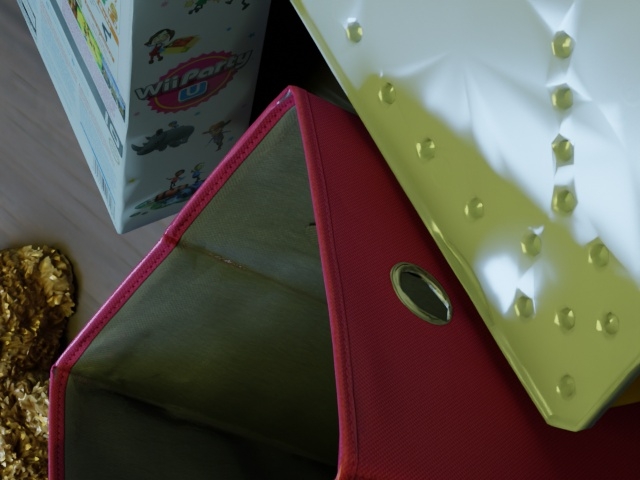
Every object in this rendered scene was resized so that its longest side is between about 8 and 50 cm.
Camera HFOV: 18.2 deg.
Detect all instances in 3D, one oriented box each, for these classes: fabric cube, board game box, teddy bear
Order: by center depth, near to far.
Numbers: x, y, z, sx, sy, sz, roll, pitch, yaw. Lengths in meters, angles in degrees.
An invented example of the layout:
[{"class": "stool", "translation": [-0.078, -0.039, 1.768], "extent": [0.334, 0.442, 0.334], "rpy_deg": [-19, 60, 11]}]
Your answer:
[{"class": "board game box", "translation": [0.121, -0.181, 0.866], "extent": [0.390, 0.050, 0.390], "rpy_deg": [61, 138, 27]}, {"class": "fabric cube", "translation": [0.034, 0.126, 1.021], "extent": [0.259, 0.258, 0.254], "rpy_deg": [-48, 33, 34]}, {"class": "board game box", "translation": [-0.120, -0.176, 1.229], "extent": [0.303, 0.097, 0.224], "rpy_deg": [103, 144, -64]}, {"class": "teddy bear", "translation": [-0.244, 0.173, 1.451], "extent": [0.245, 0.113, 0.338], "rpy_deg": [13, 100, 41]}]
